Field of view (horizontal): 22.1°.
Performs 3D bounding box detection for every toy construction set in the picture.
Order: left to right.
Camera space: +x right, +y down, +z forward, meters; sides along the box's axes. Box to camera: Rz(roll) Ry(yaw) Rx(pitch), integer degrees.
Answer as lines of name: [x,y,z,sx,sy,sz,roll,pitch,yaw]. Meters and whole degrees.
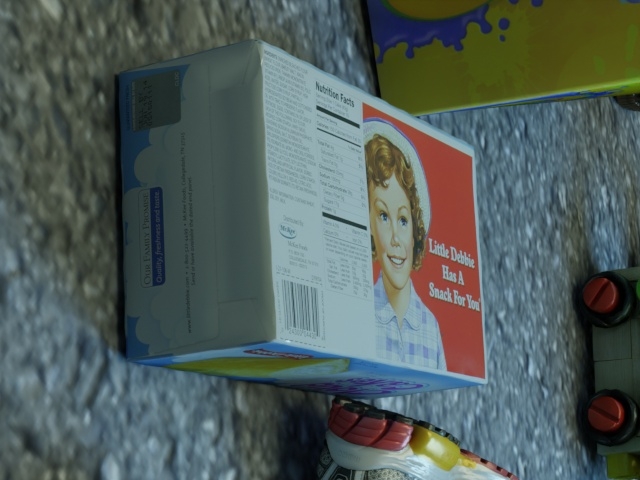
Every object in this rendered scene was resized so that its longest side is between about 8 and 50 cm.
toy construction set: [0.333,0.107,1.361,0.151,0.215,0.328,47,43,-48]

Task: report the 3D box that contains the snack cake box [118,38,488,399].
snack cake box: [0.000,0.000,0.901,0.264,0.089,0.152,18,65,-60]

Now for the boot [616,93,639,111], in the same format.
boot: [0.296,-0.178,1.541,0.158,0.059,0.085,36,47,-52]

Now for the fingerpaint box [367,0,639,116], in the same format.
fingerpaint box: [0.304,-0.196,1.144,0.371,0.445,0.163,-15,97,-63]

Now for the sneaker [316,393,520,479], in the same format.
sneaker: [0.053,0.162,0.985,0.225,0.088,0.093,34,74,-54]
